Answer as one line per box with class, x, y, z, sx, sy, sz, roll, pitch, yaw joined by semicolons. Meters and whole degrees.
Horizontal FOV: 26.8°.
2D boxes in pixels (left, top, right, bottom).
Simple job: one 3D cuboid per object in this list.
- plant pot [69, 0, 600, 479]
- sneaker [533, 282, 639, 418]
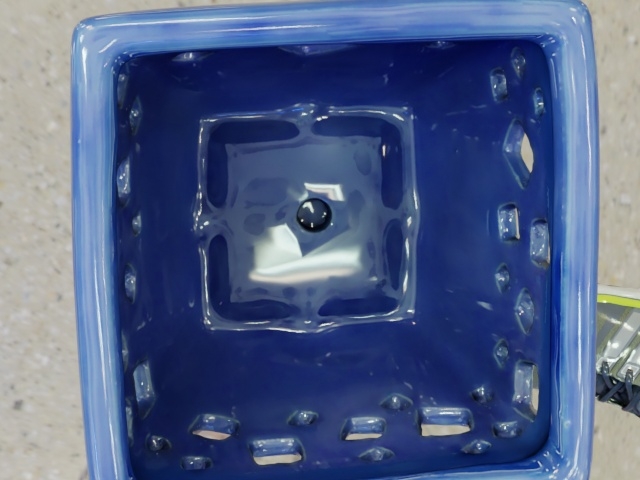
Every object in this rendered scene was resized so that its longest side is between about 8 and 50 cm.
plant pot;0.000;0.000;0.687;0.236;0.212;0.236;-3;97;-5
sneaker;0.277;0.109;1.195;0.300;0.111;0.121;-7;51;-1
